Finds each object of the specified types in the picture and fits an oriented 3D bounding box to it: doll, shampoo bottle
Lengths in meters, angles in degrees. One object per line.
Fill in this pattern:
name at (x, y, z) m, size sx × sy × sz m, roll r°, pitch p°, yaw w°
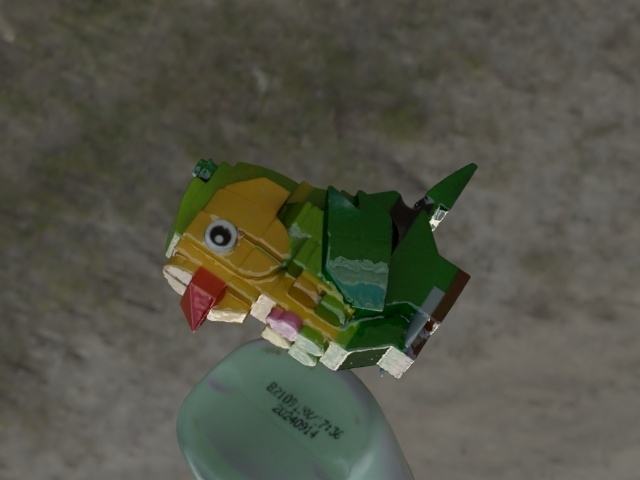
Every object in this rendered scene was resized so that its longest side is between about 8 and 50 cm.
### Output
doll at (-0.001, 0.008, 1.109) m, size 0.186 × 0.134 × 0.106 m, roll 8°, pitch 159°, yaw -11°
shampoo bottle at (0.007, 0.235, 1.570) m, size 0.222 × 0.151 × 0.349 m, roll 33°, pitch 162°, yaw 32°
